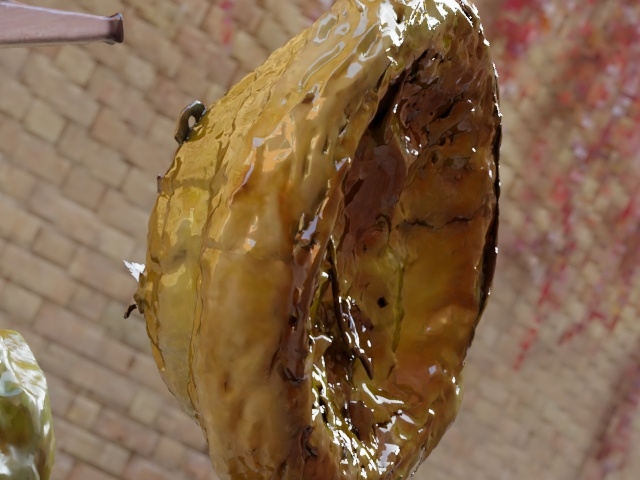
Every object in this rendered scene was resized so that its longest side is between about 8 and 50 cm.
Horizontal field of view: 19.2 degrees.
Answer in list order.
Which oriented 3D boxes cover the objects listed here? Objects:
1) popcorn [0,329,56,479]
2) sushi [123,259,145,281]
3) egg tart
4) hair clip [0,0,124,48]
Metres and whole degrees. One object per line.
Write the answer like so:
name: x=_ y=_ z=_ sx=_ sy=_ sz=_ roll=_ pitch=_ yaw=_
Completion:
popcorn: x=-0.328 y=0.137 z=1.476 sx=0.225 sy=0.276 sz=0.276 roll=10 pitch=-13 yaw=23
sushi: x=-0.022 y=0.142 z=1.252 sx=0.192 sy=0.043 sz=0.279 roll=20 pitch=29 yaw=-54
egg tart: x=0.000 y=0.000 z=0.919 sx=0.115 sy=0.290 sz=0.290 roll=13 pitch=-12 yaw=22
hair clip: x=-0.313 y=-0.183 z=1.387 sx=0.331 sy=0.101 sz=0.085 roll=-5 pitch=9 yaw=-16
